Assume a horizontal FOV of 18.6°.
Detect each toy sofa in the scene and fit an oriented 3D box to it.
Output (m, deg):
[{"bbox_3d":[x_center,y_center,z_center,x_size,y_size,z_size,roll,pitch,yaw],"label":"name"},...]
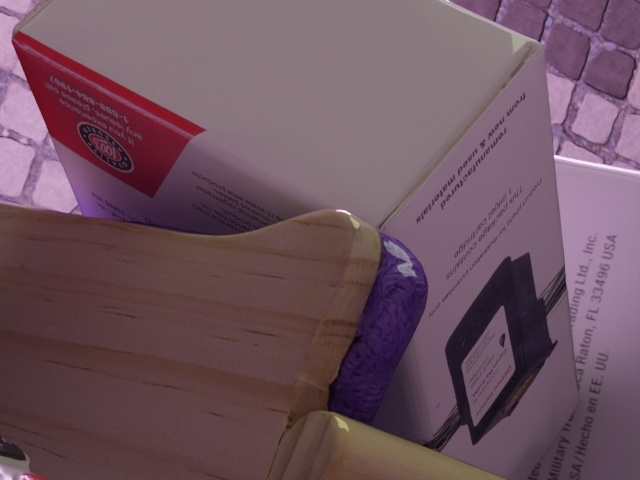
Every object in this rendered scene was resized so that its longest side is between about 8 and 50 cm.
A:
[{"bbox_3d":[-0.057,0.086,0.728,0.150,0.177,0.362,26,-12,-36],"label":"toy sofa"}]

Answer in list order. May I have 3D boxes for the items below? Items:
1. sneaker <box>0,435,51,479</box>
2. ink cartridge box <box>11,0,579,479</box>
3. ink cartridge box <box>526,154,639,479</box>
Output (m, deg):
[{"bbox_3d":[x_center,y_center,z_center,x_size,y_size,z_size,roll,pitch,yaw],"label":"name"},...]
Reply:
[{"bbox_3d":[-0.072,0.106,0.506,0.170,0.071,0.068,32,16,23],"label":"sneaker"},{"bbox_3d":[0.000,0.000,0.765,0.172,0.100,0.237,29,-26,28],"label":"ink cartridge box"},{"bbox_3d":[0.088,0.102,0.946,0.395,0.285,0.166,14,1,34],"label":"ink cartridge box"}]
